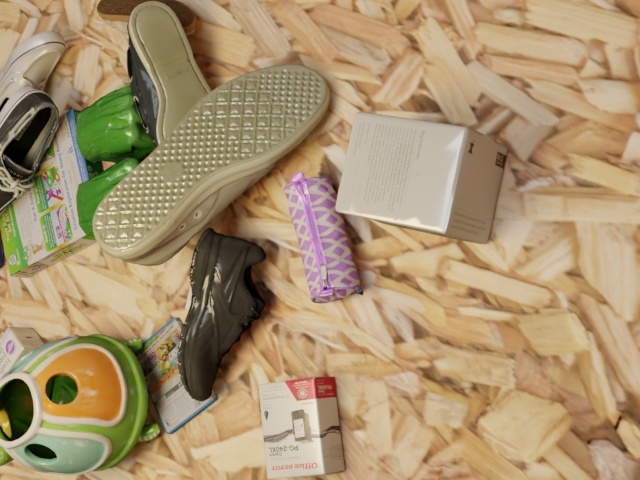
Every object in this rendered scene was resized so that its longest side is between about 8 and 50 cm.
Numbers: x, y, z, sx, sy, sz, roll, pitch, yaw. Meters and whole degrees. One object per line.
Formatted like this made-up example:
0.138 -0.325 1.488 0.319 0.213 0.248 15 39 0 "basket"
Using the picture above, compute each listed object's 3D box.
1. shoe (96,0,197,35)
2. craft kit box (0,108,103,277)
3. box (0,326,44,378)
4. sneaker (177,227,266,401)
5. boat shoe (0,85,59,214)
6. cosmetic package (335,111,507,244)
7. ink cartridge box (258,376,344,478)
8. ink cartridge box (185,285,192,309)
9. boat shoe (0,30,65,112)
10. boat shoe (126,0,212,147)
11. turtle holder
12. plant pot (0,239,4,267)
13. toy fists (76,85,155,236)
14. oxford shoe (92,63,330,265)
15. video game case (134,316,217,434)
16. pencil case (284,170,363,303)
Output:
-0.310 -0.402 1.802 0.219 0.058 0.076 18 61 28 "shoe"
-0.518 -0.087 1.887 0.246 0.061 0.250 -23 73 24 "craft kit box"
-0.648 0.307 1.913 0.063 0.067 0.324 45 108 27 "box"
-0.159 0.129 1.610 0.130 0.109 0.286 10 99 0 "sneaker"
-0.579 -0.135 1.834 0.306 0.113 0.105 -54 46 5 "boat shoe"
0.147 -0.090 1.426 0.183 0.151 0.151 13 91 33 "cosmetic package"
-0.030 0.294 1.540 0.109 0.063 0.150 -13 78 29 "ink cartridge box"
-0.196 0.085 1.685 0.048 0.028 0.083 19 94 31 "ink cartridge box"
-0.583 -0.301 1.929 0.267 0.096 0.088 -34 72 25 "boat shoe"
-0.261 -0.235 1.711 0.113 0.127 0.340 -12 101 64 "boat shoe"
-0.459 0.282 1.700 0.320 0.227 0.243 0 87 36 "turtle holder"
-0.803 -0.022 1.959 0.236 0.212 0.236 -25 71 27 "plant pot"
-0.356 -0.140 1.766 0.142 0.096 0.279 -19 65 34 "toy fists"
-0.171 -0.122 1.605 0.449 0.130 0.169 -41 65 -6 "oxford shoe"
-0.256 0.235 1.713 0.119 0.015 0.166 -39 67 23 "video game case"
0.000 0.000 1.542 0.086 0.088 0.206 -23 72 25 "pencil case"
